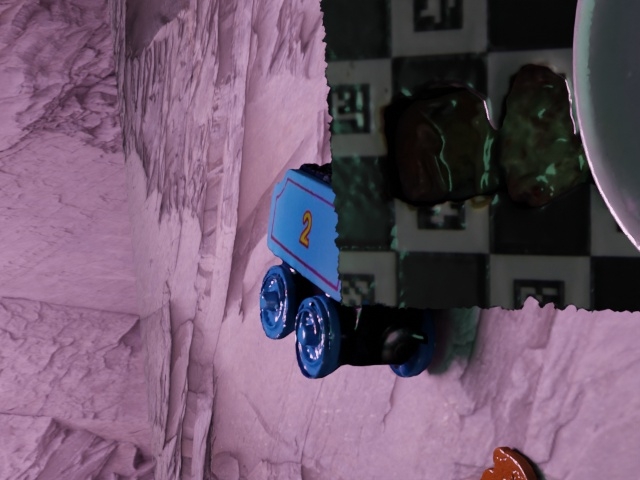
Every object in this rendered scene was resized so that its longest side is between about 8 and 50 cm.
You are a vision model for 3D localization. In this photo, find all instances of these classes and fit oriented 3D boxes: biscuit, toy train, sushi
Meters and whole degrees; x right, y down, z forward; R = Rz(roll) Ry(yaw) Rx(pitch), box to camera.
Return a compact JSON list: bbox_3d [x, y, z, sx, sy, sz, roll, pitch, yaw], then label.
[{"bbox_3d":[0.212,0.298,1.078,0.102,0.019,0.130,-123,39,-50],"label":"biscuit"},{"bbox_3d":[0.042,0.035,1.256,0.300,0.188,0.265,-148,64,-64],"label":"toy train"},{"bbox_3d":[0.197,-0.089,0.843,0.373,0.100,0.296,-2,96,22],"label":"sushi"}]

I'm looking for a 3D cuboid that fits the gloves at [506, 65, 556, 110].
[{"bbox_3d":[0.162,-0.153,0.994,0.356,0.155,0.203,-35,66,41],"label":"gloves"}]

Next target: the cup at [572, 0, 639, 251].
[{"bbox_3d":[0.331,-0.130,0.594,0.347,0.163,0.347,177,90,-65],"label":"cup"}]
